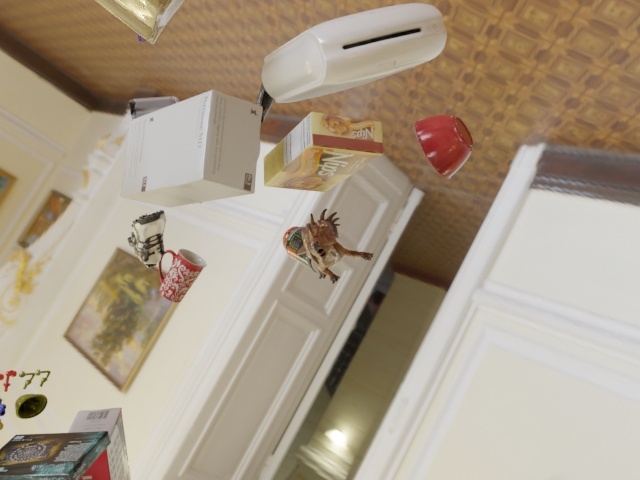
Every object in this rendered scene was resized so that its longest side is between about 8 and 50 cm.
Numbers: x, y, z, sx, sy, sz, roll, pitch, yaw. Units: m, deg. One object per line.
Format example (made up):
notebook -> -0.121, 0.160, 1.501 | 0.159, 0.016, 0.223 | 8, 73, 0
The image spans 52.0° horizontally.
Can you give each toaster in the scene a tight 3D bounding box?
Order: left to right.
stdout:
toaster -> -0.484, -0.339, 1.952 | 0.227, 0.146, 0.129 | 95, 158, -48

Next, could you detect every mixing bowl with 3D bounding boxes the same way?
mixing bowl -> 0.341, -0.265, 1.743 | 0.098, 0.181, 0.181 | -28, 135, 29

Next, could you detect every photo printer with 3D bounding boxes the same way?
photo printer -> 0.056, -0.332, 1.167 | 0.307, 0.256, 0.107 | 11, 118, 68

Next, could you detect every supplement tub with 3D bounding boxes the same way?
supplement tub -> -0.037, 0.024, 2.139 | 0.117, 0.117, 0.190 | 37, 176, -41

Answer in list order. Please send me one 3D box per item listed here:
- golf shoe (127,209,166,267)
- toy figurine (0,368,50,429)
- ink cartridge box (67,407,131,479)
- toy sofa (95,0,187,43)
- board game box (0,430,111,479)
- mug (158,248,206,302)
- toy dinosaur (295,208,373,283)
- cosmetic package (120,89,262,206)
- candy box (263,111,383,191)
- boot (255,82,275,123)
golf shoe -> -0.365, -0.001, 1.432 | 0.094, 0.077, 0.198 | 64, 155, 9
toy figurine -> -1.118, 0.509, 2.187 | 0.217, 0.191, 0.362 | 8, -179, 24
ink cartridge box -> -0.616, 0.667, 1.800 | 0.130, 0.309, 0.272 | -4, -164, -4
toy sofa -> -0.246, -0.523, 1.113 | 0.150, 0.362, 0.177 | 37, 164, -14
board game box -> -0.465, 0.365, 1.094 | 0.186, 0.026, 0.126 | -6, -165, 14
mug -> -0.512, 0.120, 2.364 | 0.150, 0.169, 0.113 | 38, -167, 25
toy dinosaur -> 0.000, 0.000, 1.722 | 0.200, 0.127, 0.295 | 49, 166, -25
cosmetic package -> -0.319, -0.208, 1.591 | 0.156, 0.217, 0.385 | 12, 167, -41
candy box -> -0.003, -0.207, 1.606 | 0.183, 0.087, 0.316 | 3, 166, -25
boot -> -0.164, -0.458, 2.052 | 0.077, 0.137, 0.198 | 19, 150, 0
